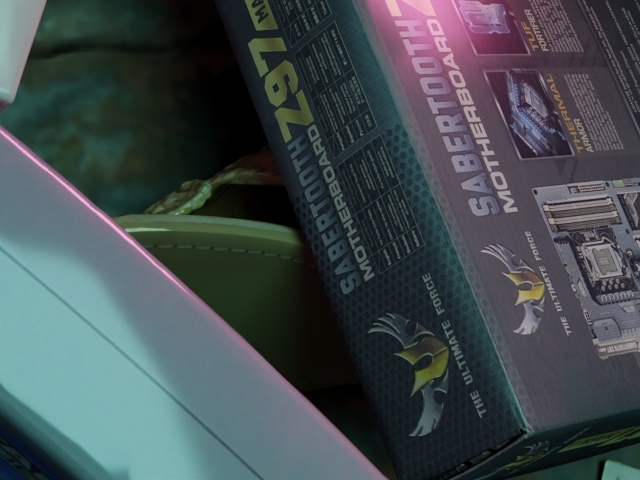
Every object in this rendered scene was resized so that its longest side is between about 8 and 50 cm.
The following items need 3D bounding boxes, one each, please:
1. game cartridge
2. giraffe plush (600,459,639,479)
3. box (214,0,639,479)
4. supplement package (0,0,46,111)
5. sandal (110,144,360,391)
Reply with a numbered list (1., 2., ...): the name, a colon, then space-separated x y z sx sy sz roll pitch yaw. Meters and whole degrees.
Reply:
1. game cartridge: -0.070 0.053 0.451 0.297 0.198 0.062 44 71 -14
2. giraffe plush: 0.147 0.178 0.556 0.181 0.170 0.210 0 82 -26
3. box: 0.065 -0.045 0.555 0.183 0.059 0.233 -6 68 -44
4. supplement package: -0.168 -0.108 0.477 0.179 0.105 0.105 22 73 -23
5. sandal: -0.003 0.004 0.575 0.240 0.088 0.079 9 47 -32
